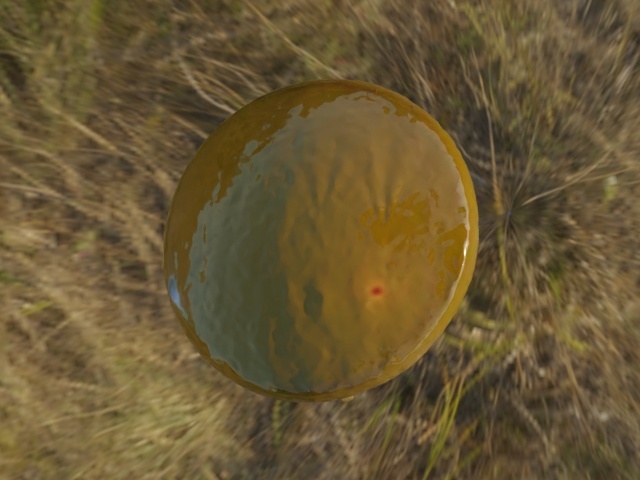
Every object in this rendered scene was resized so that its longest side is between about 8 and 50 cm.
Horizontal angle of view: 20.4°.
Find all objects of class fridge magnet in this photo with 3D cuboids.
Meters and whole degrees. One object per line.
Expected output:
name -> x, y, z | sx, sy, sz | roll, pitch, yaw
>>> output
fridge magnet -> 0.000, 0.000, 0.761 | 0.143, 0.063, 0.143 | -6, 72, 20
